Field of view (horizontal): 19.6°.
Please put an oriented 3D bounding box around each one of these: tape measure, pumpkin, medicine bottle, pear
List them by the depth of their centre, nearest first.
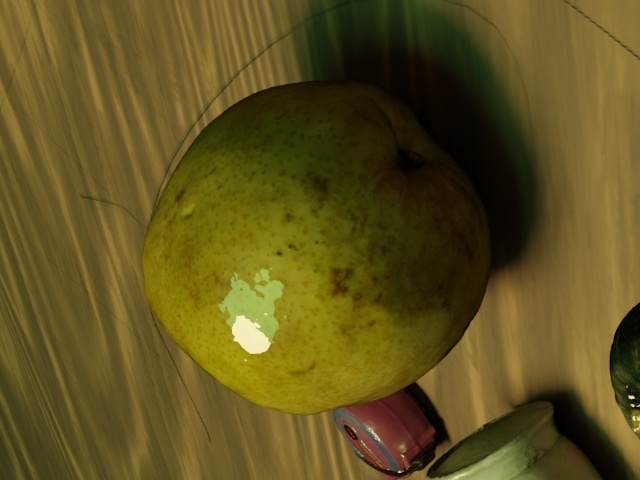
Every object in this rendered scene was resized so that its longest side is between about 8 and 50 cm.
[{"bbox_3d":[0.299,0.115,1.446,0.167,0.125,0.167,34,165,10],"label":"pumpkin"},{"bbox_3d":[0.000,0.000,1.627,0.304,0.304,0.304,40,151,27],"label":"pear"},{"bbox_3d":[0.192,0.242,1.760,0.143,0.147,0.147,59,154,-3],"label":"medicine bottle"},{"bbox_3d":[0.070,0.202,2.004,0.118,0.074,0.125,50,160,-5],"label":"tape measure"}]
